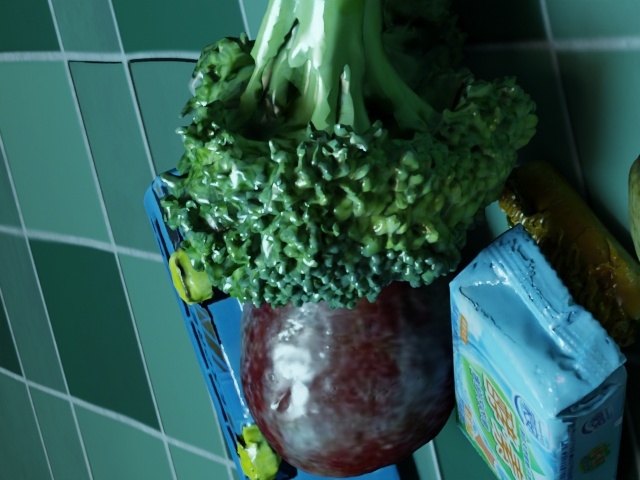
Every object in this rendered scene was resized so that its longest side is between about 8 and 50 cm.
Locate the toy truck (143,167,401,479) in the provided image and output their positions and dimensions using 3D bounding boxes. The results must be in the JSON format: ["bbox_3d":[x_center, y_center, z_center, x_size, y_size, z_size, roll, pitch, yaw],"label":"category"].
[{"bbox_3d":[-0.046,0.100,1.866,0.162,0.161,0.385,156,94,-75],"label":"toy truck"}]

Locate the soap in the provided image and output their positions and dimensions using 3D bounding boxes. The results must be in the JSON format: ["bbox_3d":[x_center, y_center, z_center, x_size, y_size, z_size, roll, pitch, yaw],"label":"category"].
[{"bbox_3d":[0.169,0.128,1.494,0.156,0.077,0.293,53,164,32],"label":"soap"}]

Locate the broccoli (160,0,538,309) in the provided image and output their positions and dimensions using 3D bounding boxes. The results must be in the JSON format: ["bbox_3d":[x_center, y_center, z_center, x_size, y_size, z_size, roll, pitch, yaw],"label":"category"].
[{"bbox_3d":[0.037,-0.109,1.439,0.249,0.375,0.302,30,129,-8],"label":"broccoli"}]

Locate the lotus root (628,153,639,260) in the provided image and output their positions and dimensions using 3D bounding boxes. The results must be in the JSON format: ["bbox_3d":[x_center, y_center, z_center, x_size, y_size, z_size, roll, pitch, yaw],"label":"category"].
[{"bbox_3d":[0.267,-0.003,1.203,0.138,0.138,0.214,101,163,-45],"label":"lotus root"}]

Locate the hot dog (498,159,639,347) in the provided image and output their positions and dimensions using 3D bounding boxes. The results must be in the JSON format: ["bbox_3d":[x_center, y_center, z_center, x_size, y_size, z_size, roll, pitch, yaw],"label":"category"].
[{"bbox_3d":[0.194,0.012,1.453,0.188,0.055,0.072,54,148,33],"label":"hot dog"}]

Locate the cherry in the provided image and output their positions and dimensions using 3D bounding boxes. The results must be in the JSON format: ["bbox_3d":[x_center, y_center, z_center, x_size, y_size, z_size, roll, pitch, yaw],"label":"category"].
[{"bbox_3d":[0.029,0.073,1.628,0.203,0.230,0.300,4,106,15],"label":"cherry"}]
